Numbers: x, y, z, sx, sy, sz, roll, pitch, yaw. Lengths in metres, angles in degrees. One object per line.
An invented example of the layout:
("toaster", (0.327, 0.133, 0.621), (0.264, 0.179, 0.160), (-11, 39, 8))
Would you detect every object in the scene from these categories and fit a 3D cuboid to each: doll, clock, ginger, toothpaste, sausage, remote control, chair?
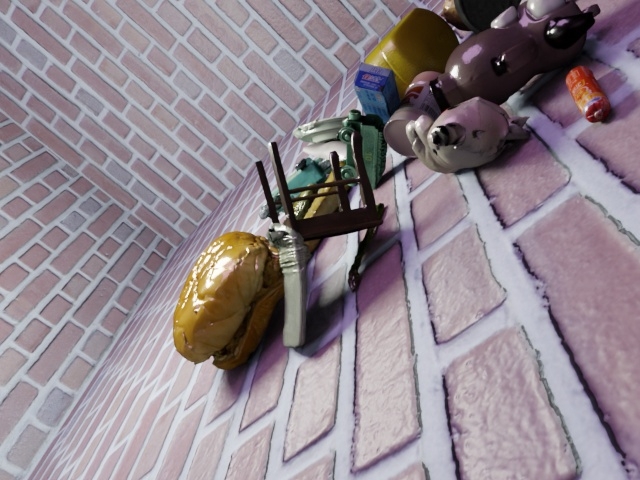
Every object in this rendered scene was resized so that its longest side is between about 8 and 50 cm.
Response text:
("doll", (0.291, -0.285, 0.801), (0.257, 0.117, 0.182), (-32, 13, 22))
("clock", (0.043, -0.296, 1.452), (0.237, 0.053, 0.236), (-10, 1, 0))
("ginger", (0.361, -0.584, 1.340), (0.294, 0.131, 0.086), (-84, -4, -65))
("toothpaste", (0.128, -0.273, 1.076), (0.053, 0.066, 0.272), (-68, -17, -3))
("sausage", (0.330, -0.178, 0.646), (0.034, 0.034, 0.129), (-38, 19, 34))
("remote control", (0.031, -0.231, 1.319), (0.073, 0.044, 0.229), (-21, 25, -23))
("chair", (0.000, 0.000, 0.874), (0.186, 0.319, 0.160), (-11, -2, -16))
("doll", (0.205, -0.152, 0.780), (0.192, 0.149, 0.095), (-176, 84, -79))

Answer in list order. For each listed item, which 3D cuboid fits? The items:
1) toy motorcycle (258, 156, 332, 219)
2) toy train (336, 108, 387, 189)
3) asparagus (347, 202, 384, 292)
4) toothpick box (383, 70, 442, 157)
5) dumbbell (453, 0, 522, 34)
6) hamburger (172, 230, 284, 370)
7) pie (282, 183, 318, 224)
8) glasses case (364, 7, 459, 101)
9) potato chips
("toy motorcycle", (-0.045, -0.159, 1.478), (0.296, 0.109, 0.198), (-39, 5, 9))
("toy train", (0.087, -0.184, 1.075), (0.070, 0.099, 0.172), (-67, -19, -47))
("asparagus", (0.078, 0.006, 0.908), (0.233, 0.023, 0.022), (-66, -21, -46))
("toothpick box", (0.197, -0.248, 1.030), (0.098, 0.098, 0.149), (-23, 31, 56))
("dumbbell", (0.391, -0.564, 1.060), (0.204, 0.204, 0.322), (-33, 23, 43))
("hamburger", (-0.181, 0.103, 1.057), (0.318, 0.158, 0.318), (-45, 26, 29))
("pie", (-0.058, -0.061, 1.290), (0.187, 0.041, 0.187), (-60, 1, 2))
("glasses case", (0.231, -0.431, 1.215), (0.141, 0.173, 0.371), (-35, 15, 36))
("potato chips", (0.011, -0.084, 1.215), (0.080, 0.057, 0.407), (-33, 22, 49))
